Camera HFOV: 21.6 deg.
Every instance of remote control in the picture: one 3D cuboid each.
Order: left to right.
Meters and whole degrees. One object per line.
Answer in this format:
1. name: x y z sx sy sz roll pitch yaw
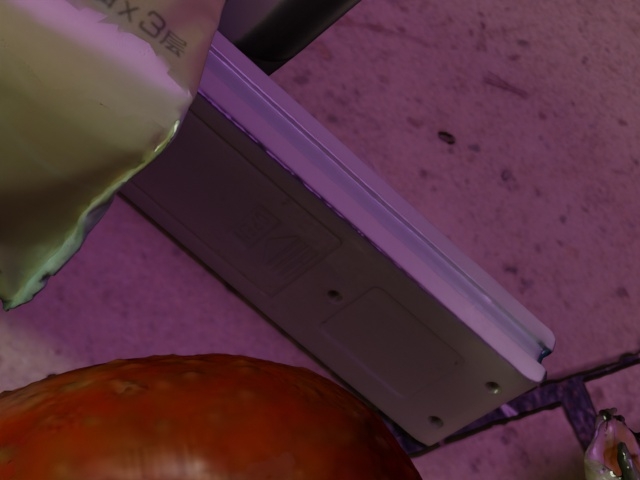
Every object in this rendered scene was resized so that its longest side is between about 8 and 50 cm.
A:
1. remote control: 0.000 0.000 0.952 0.277 0.103 0.055 41 45 -13

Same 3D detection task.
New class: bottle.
1. bottle: -0.005 -0.155 0.933 0.079 0.254 0.096 22 55 -29

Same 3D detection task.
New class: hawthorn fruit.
1. hawthorn fruit: -0.067 0.171 0.682 0.275 0.299 0.275 5 70 -13

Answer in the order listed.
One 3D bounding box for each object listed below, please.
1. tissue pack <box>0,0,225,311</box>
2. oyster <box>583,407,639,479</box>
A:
1. tissue pack: -0.235 -0.217 0.820 0.405 0.205 0.331 33 44 -21
2. oyster: 0.272 0.248 1.035 0.354 0.107 0.201 48 30 4
